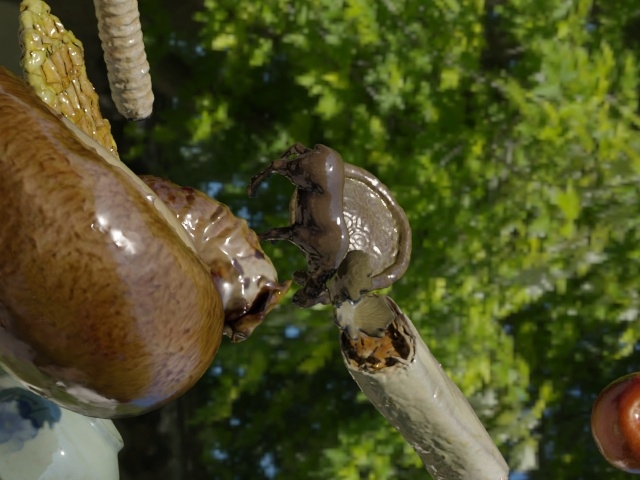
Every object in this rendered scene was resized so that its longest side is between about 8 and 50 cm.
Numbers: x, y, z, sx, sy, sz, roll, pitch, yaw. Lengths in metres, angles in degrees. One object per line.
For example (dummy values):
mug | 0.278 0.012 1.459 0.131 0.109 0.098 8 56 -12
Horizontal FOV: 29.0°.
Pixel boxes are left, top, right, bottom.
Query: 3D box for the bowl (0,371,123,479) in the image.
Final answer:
bowl | -0.381 0.291 1.805 0.289 0.146 0.289 52 -5 7

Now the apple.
apple | 0.502 0.281 1.915 0.139 0.163 0.163 96 -7 -80

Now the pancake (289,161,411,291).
pancake | 0.043 -0.020 1.665 0.021 0.199 0.199 -32 -124 50

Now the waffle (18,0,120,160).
waffle | -0.290 -0.141 1.457 0.291 0.051 0.291 -18 90 -87

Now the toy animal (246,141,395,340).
toy animal | 0.000 0.000 1.380 0.186 0.094 0.214 8 -79 34

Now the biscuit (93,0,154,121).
biscuit | -0.250 -0.248 1.560 0.061 0.055 0.219 47 -29 42

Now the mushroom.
mushroom | -0.164 0.007 0.786 0.163 0.278 0.297 -59 -168 -5

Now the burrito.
burrito | 0.135 0.214 1.688 0.299 0.105 0.143 53 11 -15
